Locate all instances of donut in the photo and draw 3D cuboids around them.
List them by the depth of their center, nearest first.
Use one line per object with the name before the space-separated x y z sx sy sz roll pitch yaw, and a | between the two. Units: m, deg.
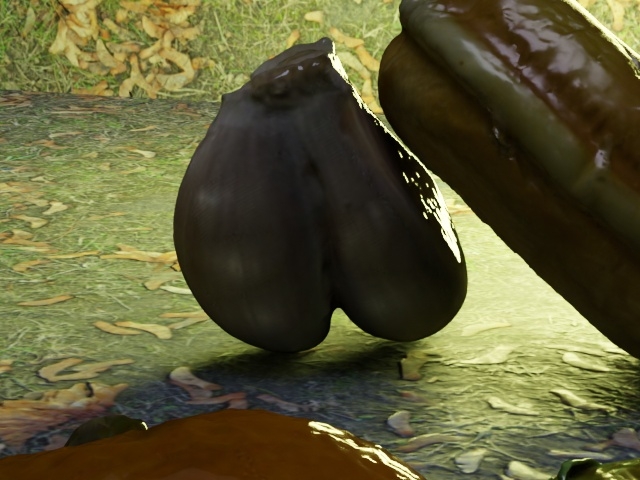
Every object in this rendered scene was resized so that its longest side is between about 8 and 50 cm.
donut | 0.237 -0.069 1.691 0.449 0.198 0.449 43 7 -6

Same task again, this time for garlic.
garlic | 0.000 0.000 1.732 0.231 0.246 0.340 -29 -23 6

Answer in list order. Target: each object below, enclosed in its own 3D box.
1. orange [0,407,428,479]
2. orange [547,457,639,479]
orange | -0.046 0.205 0.650 0.312 0.312 0.312 1 13 0
orange | 0.167 0.199 0.971 0.179 0.158 0.237 15 15 28
